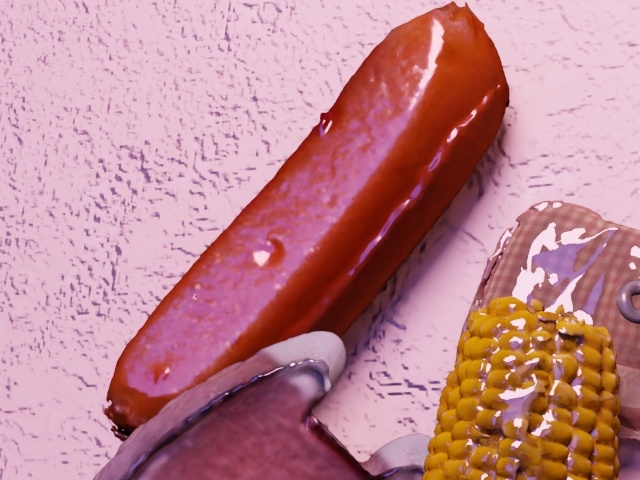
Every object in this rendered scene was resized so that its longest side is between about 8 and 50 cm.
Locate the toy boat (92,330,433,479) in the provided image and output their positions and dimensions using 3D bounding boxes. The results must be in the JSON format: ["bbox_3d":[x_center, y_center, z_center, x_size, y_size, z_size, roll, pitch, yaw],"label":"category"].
[{"bbox_3d":[-0.049,0.154,0.989,0.227,0.155,0.085,-42,15,4],"label":"toy boat"}]

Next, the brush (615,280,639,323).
[{"bbox_3d":[0.286,0.015,0.913,0.266,0.027,0.062,-9,61,14],"label":"brush"}]

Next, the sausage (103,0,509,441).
[{"bbox_3d":[0.000,0.000,1.049,0.102,0.102,0.330,36,85,35],"label":"sausage"}]

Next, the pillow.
[{"bbox_3d":[0.177,0.051,0.971,0.211,0.034,0.135,12,75,33],"label":"pillow"}]

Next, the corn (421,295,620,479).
[{"bbox_3d":[0.092,0.186,0.898,0.115,0.115,0.318,-1,72,27],"label":"corn"}]
